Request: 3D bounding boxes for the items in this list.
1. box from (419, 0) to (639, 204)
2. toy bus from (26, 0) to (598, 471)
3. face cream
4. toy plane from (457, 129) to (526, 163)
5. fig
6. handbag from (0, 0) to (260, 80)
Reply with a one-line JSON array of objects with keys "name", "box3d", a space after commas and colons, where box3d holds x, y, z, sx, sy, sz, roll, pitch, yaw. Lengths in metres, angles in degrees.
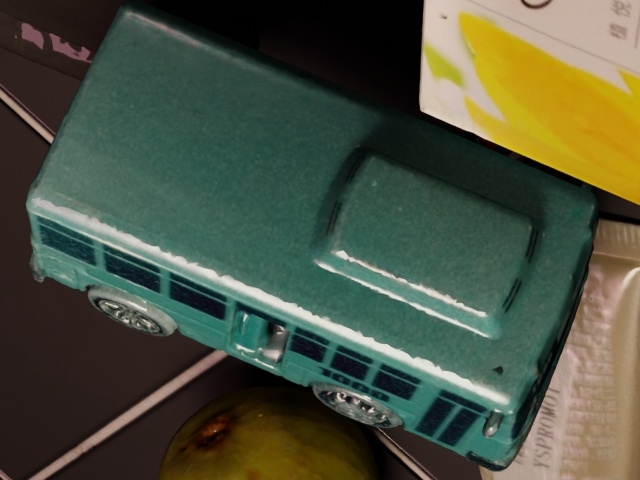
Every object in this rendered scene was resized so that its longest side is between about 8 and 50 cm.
[{"name": "box", "box3d": [0.147, -0.130, 0.725, 0.194, 0.111, 0.260, 25, 147, 20]}, {"name": "toy bus", "box3d": [0.000, 0.000, 0.898, 0.256, 0.128, 0.147, 23, 163, 3]}, {"name": "face cream", "box3d": [0.137, 0.118, 1.096, 0.137, 0.084, 0.341, 13, 132, 31]}, {"name": "toy plane", "box3d": [0.085, -0.054, 0.938, 0.037, 0.060, 0.145, 33, 163, 8]}, {"name": "fig", "box3d": [-0.027, 0.186, 1.267, 0.186, 0.142, 0.148, 68, 166, -20]}, {"name": "handbag", "box3d": [-0.145, -0.169, 0.947, 0.246, 0.080, 0.223, 22, 159, 10]}]
